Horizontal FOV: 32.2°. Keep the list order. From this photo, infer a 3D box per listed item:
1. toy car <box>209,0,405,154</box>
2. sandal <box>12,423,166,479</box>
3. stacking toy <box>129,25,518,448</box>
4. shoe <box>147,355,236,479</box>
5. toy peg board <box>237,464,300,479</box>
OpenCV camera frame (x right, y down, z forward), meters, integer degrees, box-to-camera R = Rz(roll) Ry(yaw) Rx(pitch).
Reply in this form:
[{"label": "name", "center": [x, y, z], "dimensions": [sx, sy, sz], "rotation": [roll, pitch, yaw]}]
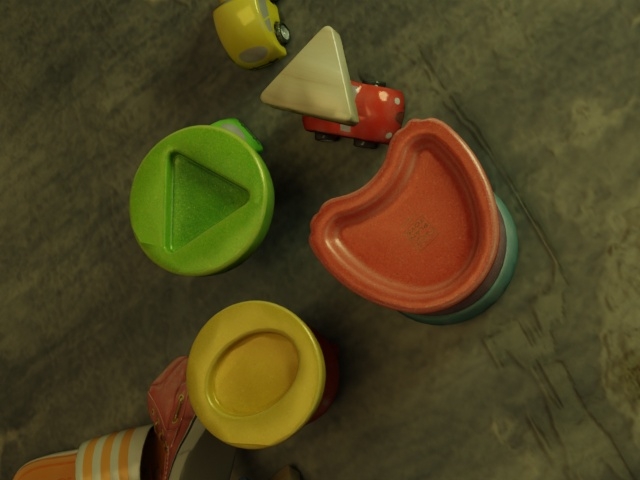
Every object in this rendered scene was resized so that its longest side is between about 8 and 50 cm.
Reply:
[{"label": "toy car", "center": [-0.066, -0.114, 1.035], "dimensions": [0.239, 0.053, 0.225], "rotation": [47, 110, 22]}, {"label": "sandal", "center": [-0.225, 0.248, 1.100], "dimensions": [0.265, 0.076, 0.102], "rotation": [-18, 80, 27]}, {"label": "stacking toy", "center": [0.000, 0.000, 0.967], "dimensions": [0.309, 0.130, 0.280], "rotation": [-36, 72, 12]}, {"label": "shoe", "center": [-0.123, 0.180, 1.022], "dimensions": [0.081, 0.063, 0.178], "rotation": [-9, 48, 33]}, {"label": "toy peg board", "center": [-0.095, 0.286, 0.977], "dimensions": [0.161, 0.079, 0.161], "rotation": [-43, 27, 21]}]
